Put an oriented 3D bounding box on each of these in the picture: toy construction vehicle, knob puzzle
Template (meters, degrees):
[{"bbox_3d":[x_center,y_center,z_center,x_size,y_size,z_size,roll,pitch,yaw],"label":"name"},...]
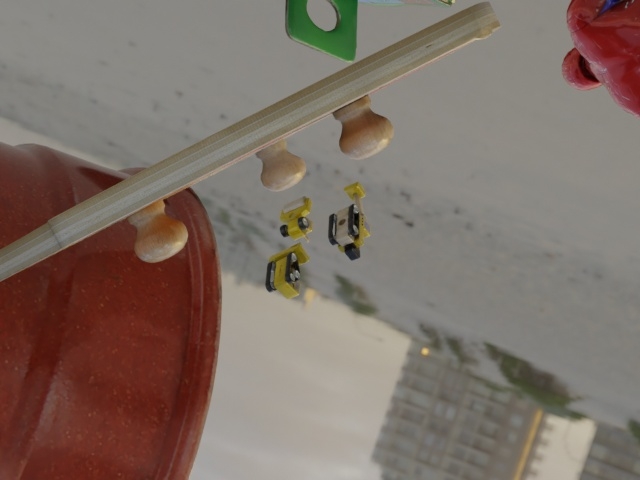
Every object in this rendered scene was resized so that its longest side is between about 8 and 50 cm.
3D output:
[{"bbox_3d":[0.000,0.000,1.008,0.035,0.086,0.098,49,-153,-33],"label":"toy construction vehicle"},{"bbox_3d":[-0.012,-0.031,0.431,0.030,0.213,0.213,63,-178,-4],"label":"knob puzzle"}]

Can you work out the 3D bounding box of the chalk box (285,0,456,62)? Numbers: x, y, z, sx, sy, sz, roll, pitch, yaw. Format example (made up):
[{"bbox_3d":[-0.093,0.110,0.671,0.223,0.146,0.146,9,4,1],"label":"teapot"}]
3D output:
[{"bbox_3d":[0.019,-0.308,1.093,0.179,0.289,0.180,14,180,42],"label":"chalk box"}]

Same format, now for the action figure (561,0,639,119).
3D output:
[{"bbox_3d":[0.214,-0.130,0.560,0.091,0.139,0.280,53,155,-8],"label":"action figure"}]

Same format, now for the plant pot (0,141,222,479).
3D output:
[{"bbox_3d":[-0.228,0.042,0.529,0.265,0.272,0.272,26,178,-33],"label":"plant pot"}]
